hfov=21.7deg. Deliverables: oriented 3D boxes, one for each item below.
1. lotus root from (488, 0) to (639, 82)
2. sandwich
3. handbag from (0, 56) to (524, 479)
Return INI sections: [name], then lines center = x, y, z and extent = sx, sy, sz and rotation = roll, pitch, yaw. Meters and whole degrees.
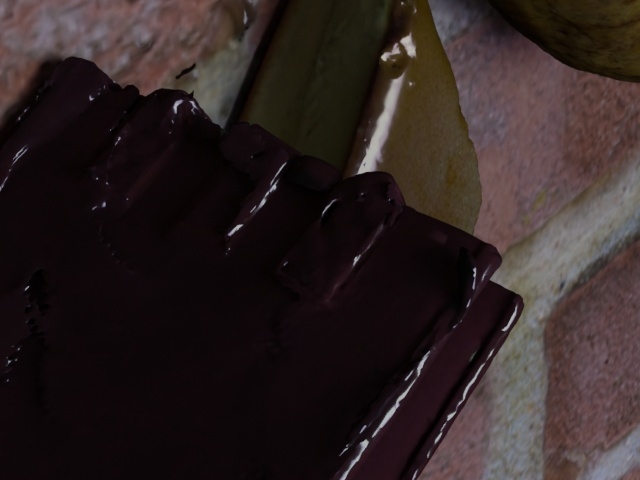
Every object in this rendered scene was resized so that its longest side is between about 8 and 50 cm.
[lotus root]
center = 0.130, -0.168, 0.805
extent = 0.260, 0.129, 0.145
rotation = 39, 61, -58
[sandwich]
center = 0.000, 0.000, 0.741
extent = 0.096, 0.094, 0.258
rotation = 25, 85, -53
[handbag]
center = -0.062, 0.050, 0.593
extent = 0.216, 0.203, 0.074
rotation = -54, 150, -20
